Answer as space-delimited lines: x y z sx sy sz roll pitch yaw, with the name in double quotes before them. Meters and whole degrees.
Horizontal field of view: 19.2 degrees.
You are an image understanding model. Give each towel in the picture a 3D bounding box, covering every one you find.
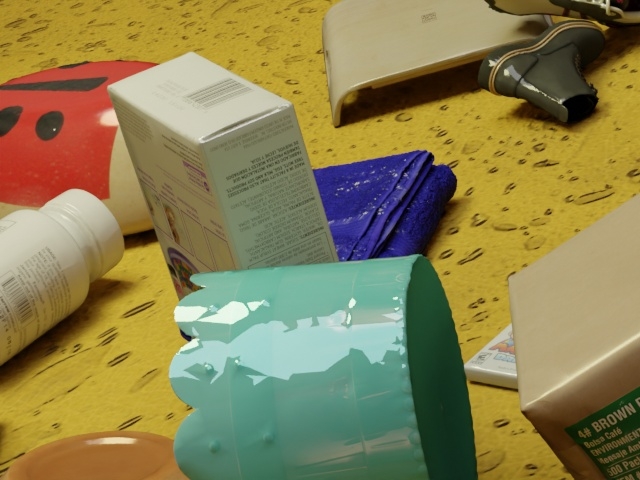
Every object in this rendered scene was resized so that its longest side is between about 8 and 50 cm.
"towel" 0.000 0.000 2.017 0.227 0.076 0.308 -4 28 25

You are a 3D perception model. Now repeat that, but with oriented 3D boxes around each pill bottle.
"pill bottle" -0.329 0.041 2.079 0.131 0.131 0.229 6 33 41

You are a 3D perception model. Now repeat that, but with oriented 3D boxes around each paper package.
"paper package" 0.319 0.049 1.429 0.325 0.168 0.309 -34 12 13

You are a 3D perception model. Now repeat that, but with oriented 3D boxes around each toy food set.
"toy food set" 0.152 -0.251 2.459 0.306 0.092 0.220 -15 36 7

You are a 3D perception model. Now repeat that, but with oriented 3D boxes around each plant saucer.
"plant saucer" -0.197 0.213 1.683 0.200 0.037 0.200 -4 15 1

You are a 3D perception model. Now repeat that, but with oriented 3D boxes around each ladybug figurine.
"ladybug figurine" -0.291 -0.121 2.361 0.449 0.162 0.305 -1 29 32

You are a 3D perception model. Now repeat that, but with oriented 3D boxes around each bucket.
"bucket" 0.011 0.143 1.485 0.183 0.281 0.281 -9 25 14

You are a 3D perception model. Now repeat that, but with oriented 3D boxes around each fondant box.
"fondant box" -0.068 0.013 1.723 0.096 0.330 0.238 -24 25 -18

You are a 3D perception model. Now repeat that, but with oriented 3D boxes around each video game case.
"video game case" 0.232 0.095 1.731 0.157 0.019 0.143 7 33 43

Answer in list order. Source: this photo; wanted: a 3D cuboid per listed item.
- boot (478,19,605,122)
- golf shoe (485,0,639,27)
"boot" 0.304 -0.193 2.261 0.198 0.077 0.137 -26 43 -33
"golf shoe" 0.316 -0.320 2.335 0.272 0.105 0.120 3 9 -32
